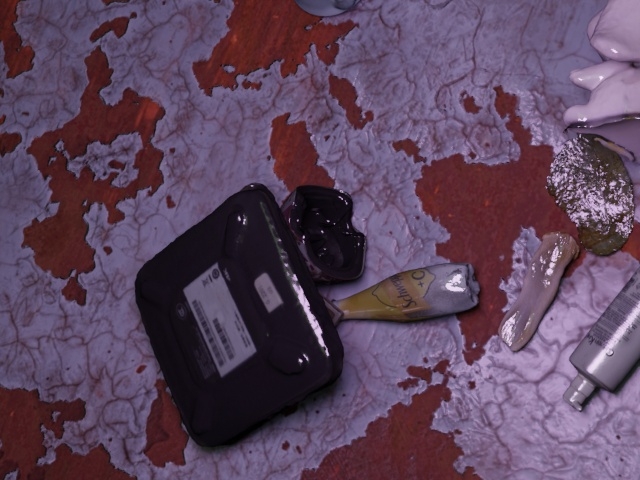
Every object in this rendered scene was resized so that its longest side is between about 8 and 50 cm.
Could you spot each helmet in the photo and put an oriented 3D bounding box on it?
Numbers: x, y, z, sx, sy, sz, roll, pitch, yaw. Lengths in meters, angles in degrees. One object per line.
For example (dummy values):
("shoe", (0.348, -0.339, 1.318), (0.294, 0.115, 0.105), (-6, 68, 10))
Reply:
("helmet", (-0.012, -0.001, 1.742), (0.107, 0.153, 0.176), (-27, 72, 39))

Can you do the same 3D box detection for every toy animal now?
("toy animal", (0.482, -0.263, 1.577), (0.174, 0.249, 0.289), (-18, 81, 49))

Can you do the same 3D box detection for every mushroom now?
("mushroom", (0.340, 0.080, 1.652), (0.059, 0.054, 0.202), (27, 93, 28))

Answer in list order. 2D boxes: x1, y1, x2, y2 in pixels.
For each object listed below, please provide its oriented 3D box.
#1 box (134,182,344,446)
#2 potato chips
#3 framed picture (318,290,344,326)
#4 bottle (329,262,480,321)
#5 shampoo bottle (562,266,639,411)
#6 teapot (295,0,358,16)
("box", (-0.143, 0.127, 1.716), (0.350, 0.091, 0.359), (-37, 70, 35))
("potato chips", (0.424, -0.079, 1.667), (0.142, 0.026, 0.209), (4, 80, 22))
("framed picture", (-0.097, 0.117, 1.783), (0.250, 0.016, 0.184), (38, 108, 22))
("bottle", (0.121, 0.096, 1.704), (0.270, 0.083, 0.083), (-14, 74, 24))
("shampoo bottle", (0.452, 0.141, 1.578), (0.085, 0.085, 0.262), (39, 93, 22))
("teapot", (-0.001, -0.489, 1.834), (0.159, 0.159, 0.232), (-34, 70, 10))
